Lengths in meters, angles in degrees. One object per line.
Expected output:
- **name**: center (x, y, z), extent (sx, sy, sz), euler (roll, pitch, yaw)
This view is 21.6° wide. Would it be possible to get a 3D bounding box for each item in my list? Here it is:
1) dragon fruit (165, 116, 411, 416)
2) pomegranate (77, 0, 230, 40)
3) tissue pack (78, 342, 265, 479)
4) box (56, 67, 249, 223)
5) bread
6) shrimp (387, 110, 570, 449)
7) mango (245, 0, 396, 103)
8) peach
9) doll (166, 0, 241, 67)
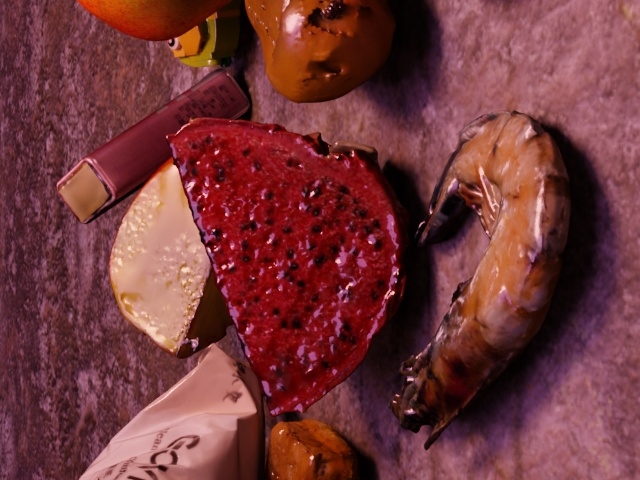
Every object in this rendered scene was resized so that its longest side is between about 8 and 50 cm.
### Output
- **dragon fruit**: center (0.000, 0.000, 1.720), extent (0.205, 0.152, 0.317), euler (-20, 88, 15)
- **pomegranate**: center (-0.163, -0.324, 1.762), extent (0.256, 0.220, 0.221), euler (14, 103, 57)
- **tissue pack**: center (-0.180, 0.357, 1.819), extent (0.195, 0.375, 0.390), euler (15, 125, 17)
- **box**: center (-0.195, -0.110, 1.958), extent (0.069, 0.224, 0.120), euler (54, 148, -4)
- **bread**: center (-0.015, 0.333, 1.806), extent (0.139, 0.077, 0.271), euler (-147, 60, -61)
- **shrimp**: center (0.136, 0.033, 1.558), extent (0.365, 0.071, 0.233), euler (118, 149, -45)
- **mango**: center (-0.008, -0.217, 1.695), extent (0.156, 0.151, 0.248), euler (-63, 23, 4)
- **peach**: center (-0.136, -0.017, 1.894), extent (0.154, 0.159, 0.267), euler (24, 102, 18)
- **doll**: center (-0.128, -0.290, 1.948), extent (0.134, 0.106, 0.186), euler (33, 122, 32)
